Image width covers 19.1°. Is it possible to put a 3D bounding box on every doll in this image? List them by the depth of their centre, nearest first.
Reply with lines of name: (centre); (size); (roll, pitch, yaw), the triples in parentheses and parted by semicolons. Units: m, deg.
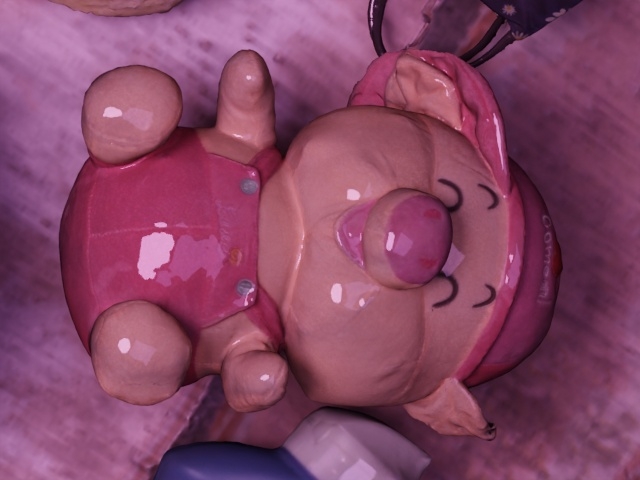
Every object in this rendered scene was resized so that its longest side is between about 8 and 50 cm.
doll: (0.001, 0.001, 0.953); (0.255, 0.152, 0.196); (2, 111, -17)

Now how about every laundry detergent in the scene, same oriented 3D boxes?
laundry detergent: (-0.066, 0.195, 1.000); (0.290, 0.094, 0.143); (-45, 100, -6)

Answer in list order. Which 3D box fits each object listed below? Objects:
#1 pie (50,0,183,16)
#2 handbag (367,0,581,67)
pie: (-0.087, -0.219, 0.951); (0.185, 0.052, 0.218); (10, 93, -11)
handbag: (0.079, -0.146, 0.998); (0.115, 0.072, 0.139); (39, 101, -17)
